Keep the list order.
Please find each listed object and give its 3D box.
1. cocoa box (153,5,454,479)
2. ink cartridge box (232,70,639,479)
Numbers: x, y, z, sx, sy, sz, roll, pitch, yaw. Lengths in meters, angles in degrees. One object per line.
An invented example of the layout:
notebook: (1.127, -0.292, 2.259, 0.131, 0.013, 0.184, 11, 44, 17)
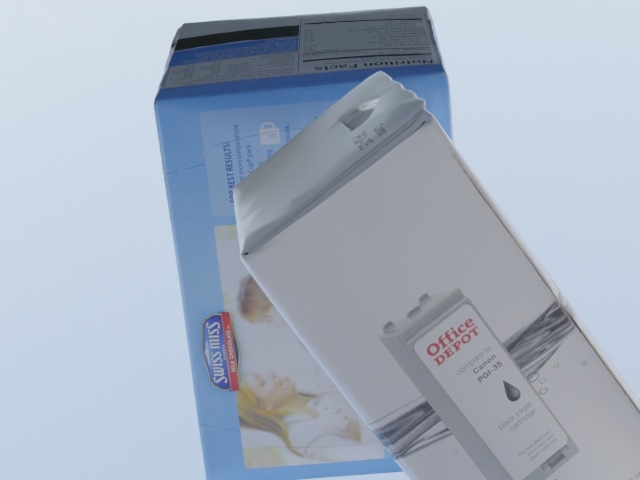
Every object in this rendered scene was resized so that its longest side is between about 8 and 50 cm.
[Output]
cocoa box: (0.000, 0.000, 1.206, 0.231, 0.347, 0.228, -5, -158, 2)
ink cartridge box: (0.079, 0.061, 0.775, 0.117, 0.283, 0.207, -37, -168, 3)
